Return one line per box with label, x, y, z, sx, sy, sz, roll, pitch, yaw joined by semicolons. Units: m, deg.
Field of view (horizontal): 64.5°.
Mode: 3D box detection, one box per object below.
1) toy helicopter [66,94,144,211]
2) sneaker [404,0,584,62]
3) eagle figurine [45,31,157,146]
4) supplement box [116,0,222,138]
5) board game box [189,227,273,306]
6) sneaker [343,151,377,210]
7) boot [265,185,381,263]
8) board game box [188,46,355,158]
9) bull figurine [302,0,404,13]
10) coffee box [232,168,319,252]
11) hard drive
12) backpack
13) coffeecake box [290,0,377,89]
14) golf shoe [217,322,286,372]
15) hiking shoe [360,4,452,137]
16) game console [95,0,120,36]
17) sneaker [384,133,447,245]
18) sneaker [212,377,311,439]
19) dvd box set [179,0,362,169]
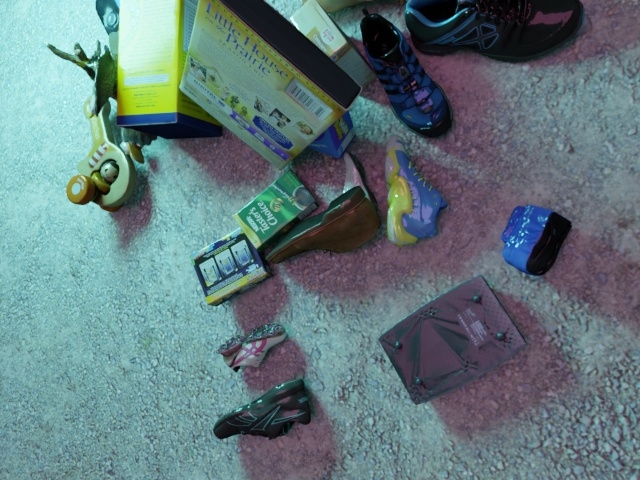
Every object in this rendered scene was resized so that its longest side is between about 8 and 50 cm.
toy helicopter;-0.606;-0.269;1.451;0.234;0.140;0.355;-22;74;20
sneaker;0.329;-0.433;0.998;0.340;0.139;0.125;5;86;25
eagle figurine;-0.561;-0.412;1.369;0.298;0.226;0.225;38;133;30
supplement box;-0.378;-0.455;1.298;0.195;0.194;0.357;3;91;23
board game box;-0.221;0.063;1.256;0.170;0.048;0.141;-28;72;8
sneaker;0.075;-0.127;1.145;0.061;0.053;0.152;-25;76;25
boot;0.000;0.000;1.147;0.305;0.112;0.115;-29;108;33
board game box;-0.105;-0.333;1.147;0.347;0.233;0.078;25;71;26
bull figurine;0.092;-0.611;1.154;0.310;0.101;0.189;-4;80;24
coffee box;-0.107;-0.070;1.211;0.184;0.040;0.113;-38;70;2
hard drive;0.261;0.201;1.022;0.254;0.054;0.172;-36;71;19
backpack;0.397;0.002;0.953;0.101;0.097;0.120;28;99;55
coffeecake box;0.034;-0.423;1.116;0.068;0.185;0.142;-37;70;18
golf shoe;-0.153;0.259;1.225;0.186;0.067;0.086;-24;102;22
hiking shoe;0.167;-0.346;1.074;0.113;0.132;0.304;-37;71;19
game console;-0.474;-0.697;1.464;0.386;0.060;0.342;-34;72;20
sneaker;0.201;-0.109;1.076;0.126;0.091;0.240;-2;84;8
sneaker;-0.138;0.418;1.176;0.267;0.101;0.106;-32;75;21
dvd box set;-0.127;-0.306;1.021;0.307;0.420;0.062;38;73;-12
